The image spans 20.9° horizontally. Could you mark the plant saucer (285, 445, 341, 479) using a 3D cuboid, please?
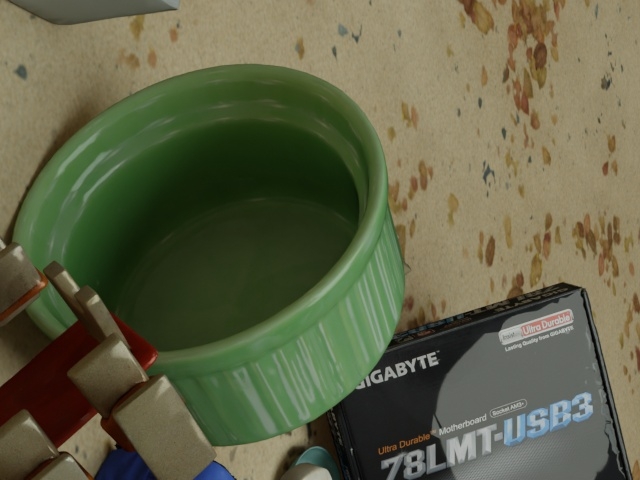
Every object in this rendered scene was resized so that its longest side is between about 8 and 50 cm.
[{"bbox_3d":[-0.013,0.268,1.752,0.119,0.021,0.119,6,83,-61],"label":"plant saucer"}]

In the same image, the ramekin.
[{"bbox_3d":[-0.078,0.017,1.382,0.148,0.303,0.303,67,34,-46],"label":"ramekin"}]

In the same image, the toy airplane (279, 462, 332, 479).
[{"bbox_3d":[0.021,0.427,1.522,0.386,0.273,0.384,52,47,-54],"label":"toy airplane"}]

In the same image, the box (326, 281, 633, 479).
[{"bbox_3d":[0.169,0.224,1.816,0.073,0.296,0.293,-158,-127,-74],"label":"box"}]

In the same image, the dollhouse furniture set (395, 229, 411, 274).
[{"bbox_3d":[0.000,0.000,1.794,0.144,0.123,0.151,36,22,-55],"label":"dollhouse furniture set"}]

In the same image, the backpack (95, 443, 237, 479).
[{"bbox_3d":[-0.123,0.235,1.451,0.098,0.120,0.101,60,39,-41],"label":"backpack"}]

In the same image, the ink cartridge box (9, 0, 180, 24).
[{"bbox_3d":[-0.199,-0.338,1.360,0.211,0.122,0.289,22,69,-59],"label":"ink cartridge box"}]

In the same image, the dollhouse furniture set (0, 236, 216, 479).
[{"bbox_3d":[-0.226,0.142,1.169,0.259,0.262,0.135,-41,133,-14],"label":"dollhouse furniture set"}]
